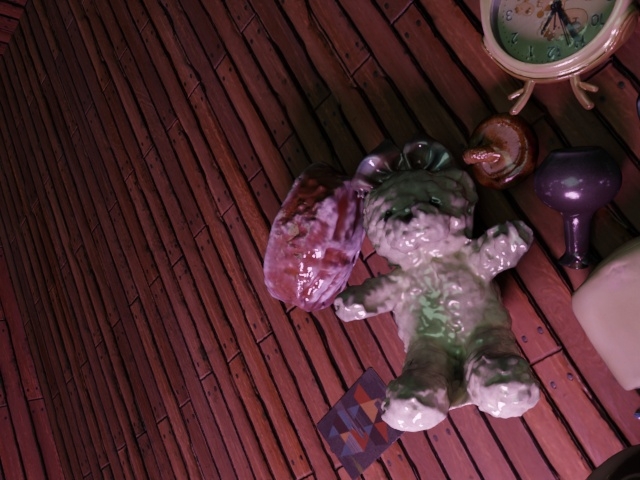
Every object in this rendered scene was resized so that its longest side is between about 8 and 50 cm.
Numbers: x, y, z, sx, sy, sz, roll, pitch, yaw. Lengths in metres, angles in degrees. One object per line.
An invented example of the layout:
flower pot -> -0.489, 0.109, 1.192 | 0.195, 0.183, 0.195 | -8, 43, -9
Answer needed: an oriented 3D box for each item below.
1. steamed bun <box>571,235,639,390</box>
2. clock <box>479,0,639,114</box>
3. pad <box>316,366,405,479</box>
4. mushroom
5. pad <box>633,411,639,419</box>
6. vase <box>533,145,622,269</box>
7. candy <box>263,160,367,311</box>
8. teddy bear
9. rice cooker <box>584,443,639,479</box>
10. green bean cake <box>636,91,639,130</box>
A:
steamed bun -> 0.464, 0.081, 0.725 | 0.250, 0.154, 0.200 | -38, 62, 33
clock -> 0.364, -0.349, 0.850 | 0.235, 0.096, 0.308 | 5, 93, 38
pad -> 0.084, 0.378, 1.137 | 0.143, 0.003, 0.211 | 50, 119, 28
mushroom -> 0.299, -0.146, 0.908 | 0.127, 0.087, 0.127 | 3, 95, 43
pad -> 0.604, 0.251, 0.706 | 0.269, 0.012, 0.270 | 48, 118, 29
vase -> 0.385, -0.047, 0.829 | 0.120, 0.120, 0.183 | 3, 105, 39
candy -> 0.000, 0.000, 1.071 | 0.157, 0.214, 0.290 | 25, 107, 32
teddy bear -> 0.162, 0.029, 0.861 | 0.327, 0.375, 0.362 | -17, 103, 19
rice cooker -> 0.458, 0.405, 0.578 | 0.325, 0.335, 0.335 | -2, 88, 64
green bean cake -> 0.572, -0.161, 0.598 | 0.300, 0.169, 0.308 | 59, 134, 30
